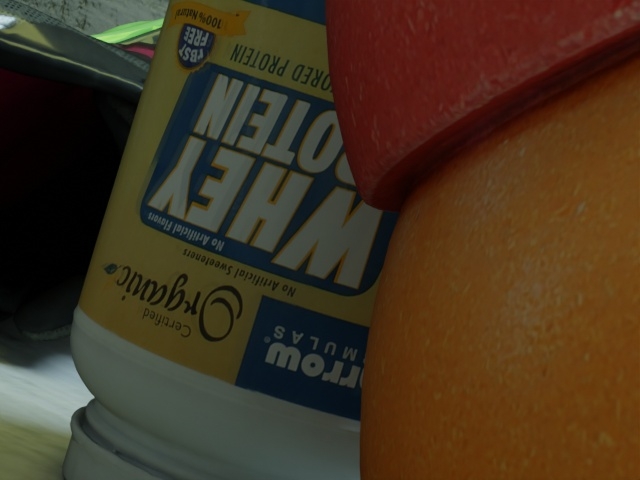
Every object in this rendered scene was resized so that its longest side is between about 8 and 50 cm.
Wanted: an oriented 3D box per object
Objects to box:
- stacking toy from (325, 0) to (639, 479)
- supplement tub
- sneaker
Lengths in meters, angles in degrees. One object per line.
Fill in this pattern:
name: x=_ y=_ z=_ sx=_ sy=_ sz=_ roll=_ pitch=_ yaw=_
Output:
stacking toy: x=0.115 y=-0.131 z=0.452 sx=0.350 sy=0.480 sz=0.350 roll=-17 pitch=-7 yaw=-2
supplement tub: x=0.000 y=0.000 z=0.624 sx=0.144 sy=0.200 sz=0.144 roll=17 pitch=5 yaw=-1
sneaker: x=-0.107 y=-0.019 z=0.866 sx=0.482 sy=0.185 sz=0.202 roll=8 pitch=28 yaw=-43
